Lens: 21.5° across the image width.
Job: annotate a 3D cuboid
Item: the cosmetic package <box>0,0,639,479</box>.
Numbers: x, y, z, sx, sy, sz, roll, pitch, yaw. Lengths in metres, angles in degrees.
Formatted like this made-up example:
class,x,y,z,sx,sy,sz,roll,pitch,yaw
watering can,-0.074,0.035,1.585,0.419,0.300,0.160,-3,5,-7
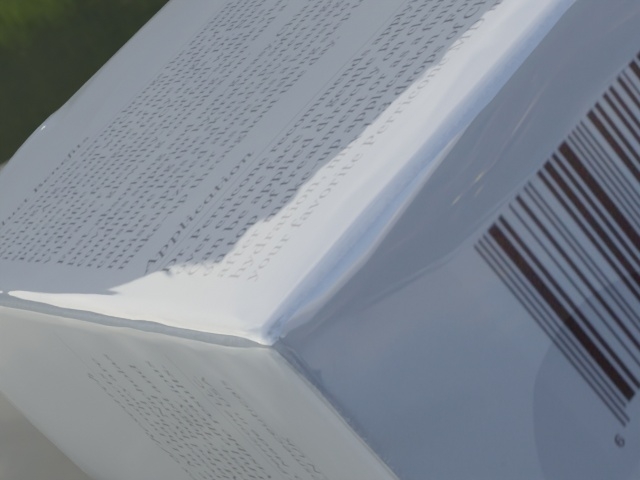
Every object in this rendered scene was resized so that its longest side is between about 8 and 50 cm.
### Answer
class,x,y,z,sx,sy,sz,roll,pitch,yaw
cosmetic package,0.000,0.000,0.714,0.230,0.161,0.453,-48,21,-17
